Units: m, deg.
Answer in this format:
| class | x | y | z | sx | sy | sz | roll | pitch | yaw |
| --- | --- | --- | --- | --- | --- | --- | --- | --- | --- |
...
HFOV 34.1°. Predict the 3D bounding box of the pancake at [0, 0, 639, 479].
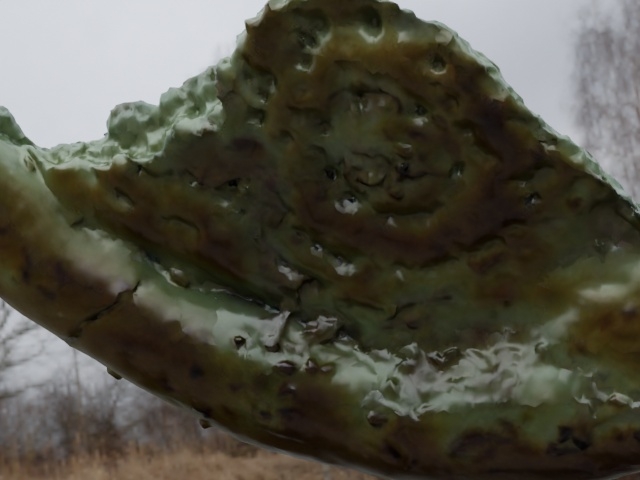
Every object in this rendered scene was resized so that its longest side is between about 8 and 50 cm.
| class | x | y | z | sx | sy | sz | roll | pitch | yaw |
| --- | --- | --- | --- | --- | --- | --- | --- | --- | --- |
| pancake | -0.002 | 0.003 | 0.362 | 0.377 | 0.197 | 0.054 | 11 | 28 | 14 |
